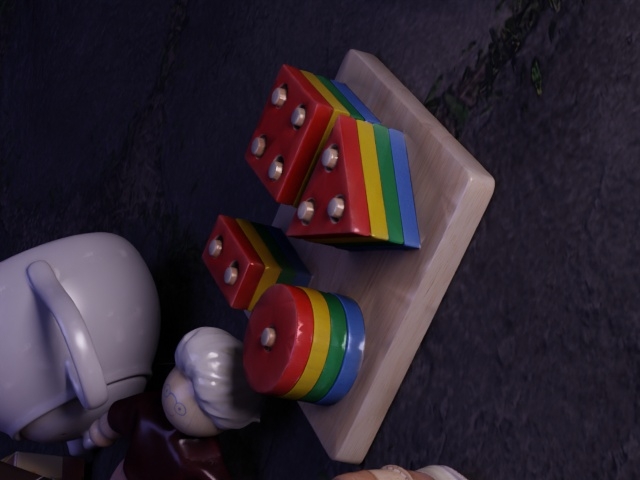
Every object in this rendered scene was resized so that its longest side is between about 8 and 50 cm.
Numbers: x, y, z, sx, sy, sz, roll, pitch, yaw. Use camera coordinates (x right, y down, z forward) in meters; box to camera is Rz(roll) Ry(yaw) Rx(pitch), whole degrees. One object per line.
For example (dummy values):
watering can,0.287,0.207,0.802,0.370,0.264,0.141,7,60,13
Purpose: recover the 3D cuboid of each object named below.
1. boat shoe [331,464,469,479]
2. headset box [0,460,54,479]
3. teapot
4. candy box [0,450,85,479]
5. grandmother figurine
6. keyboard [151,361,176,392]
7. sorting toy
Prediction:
boat shoe,0.033,0.307,1.058,0.123,0.116,0.324,-27,55,55
headset box,-0.193,0.333,1.325,0.110,0.293,0.218,-28,-43,-81
teapot,-0.256,0.119,1.590,0.252,0.256,0.187,-33,76,27
candy box,-0.366,0.358,1.802,0.316,0.087,0.183,-31,54,54
grandmother figurine,-0.141,0.220,1.416,0.208,0.104,0.342,39,121,20
keyboard,-0.148,0.206,1.542,0.108,0.023,0.180,166,113,-66
sorting toy,0.000,0.000,1.283,0.257,0.089,0.255,-66,30,19
